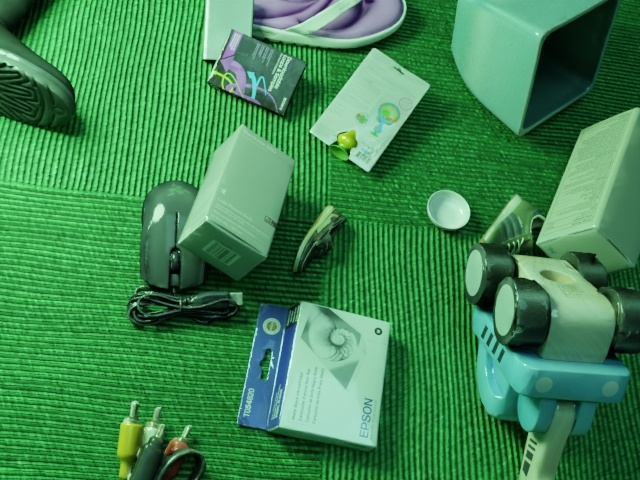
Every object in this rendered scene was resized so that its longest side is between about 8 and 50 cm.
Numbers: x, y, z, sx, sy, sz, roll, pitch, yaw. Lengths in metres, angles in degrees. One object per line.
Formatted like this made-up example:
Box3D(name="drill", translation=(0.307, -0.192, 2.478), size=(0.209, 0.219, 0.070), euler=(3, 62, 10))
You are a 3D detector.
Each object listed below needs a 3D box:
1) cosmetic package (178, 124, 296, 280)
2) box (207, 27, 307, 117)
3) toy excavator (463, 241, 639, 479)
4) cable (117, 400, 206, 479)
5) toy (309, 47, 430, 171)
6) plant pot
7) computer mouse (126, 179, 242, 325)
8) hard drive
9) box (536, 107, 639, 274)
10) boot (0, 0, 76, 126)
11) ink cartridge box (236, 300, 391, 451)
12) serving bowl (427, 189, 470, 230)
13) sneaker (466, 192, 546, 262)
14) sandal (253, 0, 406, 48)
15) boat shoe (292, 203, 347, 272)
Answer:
Box3D(name="cosmetic package", translation=(-0.136, -0.067, 1.405), size=(0.127, 0.107, 0.238), euler=(32, 47, -21))
Box3D(name="box", translation=(-0.121, -0.321, 1.602), size=(0.162, 0.029, 0.116), euler=(23, 87, -2))
Box3D(name="toy excavator", translation=(0.361, 0.274, 1.331), size=(0.222, 0.445, 0.433), euler=(4, 20, -10))
Box3D(name="cable", translation=(-0.268, 0.388, 1.219), size=(0.139, 0.072, 0.287), euler=(28, 71, -17))
Box3D(name="toy", translation=(0.094, -0.248, 1.626), size=(0.137, 0.056, 0.237), euler=(35, 65, 2))
Box3D(name="plant pot", translation=(0.406, -0.412, 1.689), size=(0.247, 0.248, 0.252), euler=(-33, 56, -26))
Box3D(name="computer mouse", translation=(-0.235, 0.004, 1.405), size=(0.188, 0.072, 0.272), euler=(-2, 63, -13))
Box3D(name="hard drive", translation=(-0.179, -0.416, 1.630), size=(0.094, 0.022, 0.135), euler=(3, 89, -1))
Box3D(name="box", translation=(0.539, -0.087, 1.576), size=(0.121, 0.148, 0.311), euler=(41, 60, -19))
Box3D(name="boot", translation=(-0.540, -0.451, 1.550), size=(0.367, 0.146, 0.445), euler=(22, 55, -3))
Box3D(name="ink cartridge box", translation=(-0.006, 0.214, 1.361), size=(0.224, 0.045, 0.223), euler=(12, 61, -6))
Box3D(name="serving bowl", translation=(0.238, -0.052, 1.570), size=(0.083, 0.027, 0.083), euler=(5, 61, -10))
Box3D(name="sneaker", translation=(0.354, -0.005, 1.549), size=(0.086, 0.064, 0.192), euler=(35, 57, 12))
Box3D(name="sandal", translation=(-0.014, -0.478, 1.694), size=(0.416, 0.102, 0.169), euler=(-6, 64, -14))
Box3D(name="boat shoe", translation=(0.000, 0.000, 1.470), size=(0.049, 0.056, 0.152), euler=(26, 60, 8))
